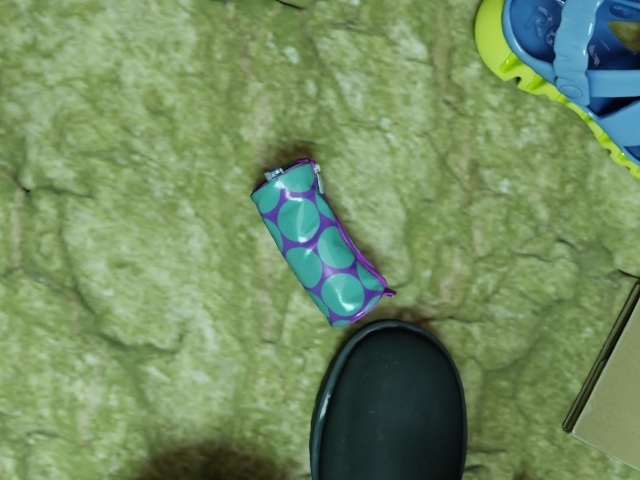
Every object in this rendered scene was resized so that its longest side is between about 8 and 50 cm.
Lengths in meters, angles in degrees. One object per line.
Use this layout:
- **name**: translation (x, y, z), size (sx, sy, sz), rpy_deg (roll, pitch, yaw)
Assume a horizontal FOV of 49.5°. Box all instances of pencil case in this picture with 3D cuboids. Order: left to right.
- **pencil case**: translation (0.000, 0.000, 0.623), size (0.070, 0.064, 0.151), rpy_deg (-30, 94, 20)

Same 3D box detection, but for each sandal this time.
- **sandal**: translation (0.294, -0.142, 0.619), size (0.317, 0.138, 0.126), rpy_deg (25, 85, -7)

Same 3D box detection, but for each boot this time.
- **boot**: translation (0.075, 0.255, 0.438), size (0.146, 0.445, 0.367), rpy_deg (8, 89, -6)

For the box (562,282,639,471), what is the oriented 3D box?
- **box**: translation (0.362, 0.160, 0.681), size (0.201, 0.021, 0.164), rpy_deg (28, 87, -5)
